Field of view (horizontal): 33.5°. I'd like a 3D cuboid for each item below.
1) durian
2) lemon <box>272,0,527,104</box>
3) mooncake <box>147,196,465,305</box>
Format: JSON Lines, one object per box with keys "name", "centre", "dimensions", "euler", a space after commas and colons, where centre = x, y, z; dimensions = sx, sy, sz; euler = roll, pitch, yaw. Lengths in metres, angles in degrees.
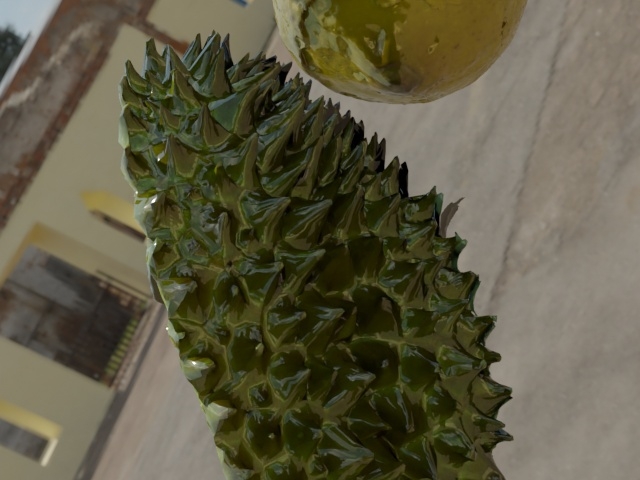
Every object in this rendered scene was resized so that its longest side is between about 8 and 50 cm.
{"name": "durian", "centre": [-0.017, 0.049, 0.540], "dimensions": [0.169, 0.158, 0.351], "euler": [-35, 74, 60]}
{"name": "lemon", "centre": [0.051, -0.186, 0.695], "dimensions": [0.180, 0.181, 0.193], "euler": [165, 91, -76]}
{"name": "mooncake", "centre": [0.008, 0.008, 0.980], "dimensions": [0.057, 0.347, 0.150], "euler": [47, 117, 39]}
